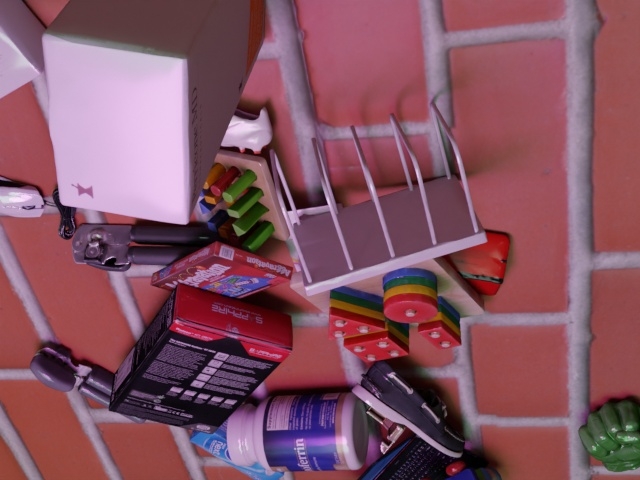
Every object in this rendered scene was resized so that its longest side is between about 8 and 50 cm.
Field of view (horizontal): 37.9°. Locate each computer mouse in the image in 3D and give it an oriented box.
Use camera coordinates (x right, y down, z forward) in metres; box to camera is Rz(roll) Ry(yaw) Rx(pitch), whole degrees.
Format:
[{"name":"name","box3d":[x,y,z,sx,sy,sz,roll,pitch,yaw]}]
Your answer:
[{"name":"computer mouse","box3d":[-0.535,-0.065,1.673,0.192,0.042,0.106,13,132,0]}]

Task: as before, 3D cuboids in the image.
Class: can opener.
[{"name":"can opener","box3d":[-0.313,0.016,1.693,0.283,0.076,0.095,2,162,10]},{"name":"can opener","box3d":[-0.479,0.310,1.950,0.280,0.093,0.074,30,128,-20]}]

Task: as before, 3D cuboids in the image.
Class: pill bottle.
[{"name":"pill bottle","box3d":[-0.046,0.388,1.880,0.264,0.153,0.153,-6,128,16]}]

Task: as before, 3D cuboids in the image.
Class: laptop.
[{"name":"laptop","box3d":[0.179,0.522,1.956,0.264,0.137,0.234,26,130,-10]}]

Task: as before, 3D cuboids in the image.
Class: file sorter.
[{"name":"file sorter","box3d":[0.080,-0.073,1.403,0.277,0.193,0.173,-17,122,2]}]

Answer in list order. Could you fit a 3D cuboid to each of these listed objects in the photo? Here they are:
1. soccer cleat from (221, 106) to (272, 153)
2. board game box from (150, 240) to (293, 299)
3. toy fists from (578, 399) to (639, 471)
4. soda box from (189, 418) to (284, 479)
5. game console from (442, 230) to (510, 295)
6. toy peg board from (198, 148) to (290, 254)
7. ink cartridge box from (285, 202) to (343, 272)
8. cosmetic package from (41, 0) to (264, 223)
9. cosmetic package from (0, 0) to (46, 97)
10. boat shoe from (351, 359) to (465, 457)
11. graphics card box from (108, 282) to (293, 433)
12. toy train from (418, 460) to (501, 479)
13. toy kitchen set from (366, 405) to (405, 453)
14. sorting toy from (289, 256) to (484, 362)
[{"name":"soccer cleat","box3d":[-0.172,-0.184,1.493,0.196,0.068,0.076,3,114,9]},{"name":"board game box","box3d":[-0.178,0.063,1.618,0.145,0.027,0.281,21,158,-26]},{"name":"toy fists","box3d":[0.629,0.355,1.754,0.279,0.096,0.142,-19,122,27]},{"name":"soda box","box3d":[-0.172,0.440,2.001,0.210,0.071,0.067,35,128,-17]},{"name":"game console","box3d":[0.246,0.035,1.618,0.144,0.085,0.124,8,99,4]},{"name":"toy peg board","box3d":[-0.152,-0.061,1.535,0.160,0.079,0.161,14,136,35]},{"name":"ink cartridge box","box3d":[0.000,0.000,1.606,0.104,0.062,0.181,-8,127,17]},{"name":"cosmetic package","box3d":[-0.185,-0.254,1.175,0.161,0.453,0.230,10,131,3]},{"name":"cosmetic package","box3d":[-0.643,-0.314,1.452,0.377,0.097,0.284,-22,124,26]},{"name":"boat shoe","box3d":[0.195,0.328,1.815,0.302,0.114,0.091,36,89,-36]},{"name":"graphics card box","box3d":[-0.235,0.237,1.780,0.232,0.094,0.371,17,137,-22]},{"name":"toy train","box3d":[0.252,0.541,1.934,0.248,0.105,0.143,-36,156,28]},{"name":"toy kitchen set","box3d":[0.119,0.371,1.851,0.075,0.083,0.068,37,95,2]},{"name":"sorting toy","box3d":[0.118,0.121,1.596,0.257,0.089,0.255,-14,148,27]}]
